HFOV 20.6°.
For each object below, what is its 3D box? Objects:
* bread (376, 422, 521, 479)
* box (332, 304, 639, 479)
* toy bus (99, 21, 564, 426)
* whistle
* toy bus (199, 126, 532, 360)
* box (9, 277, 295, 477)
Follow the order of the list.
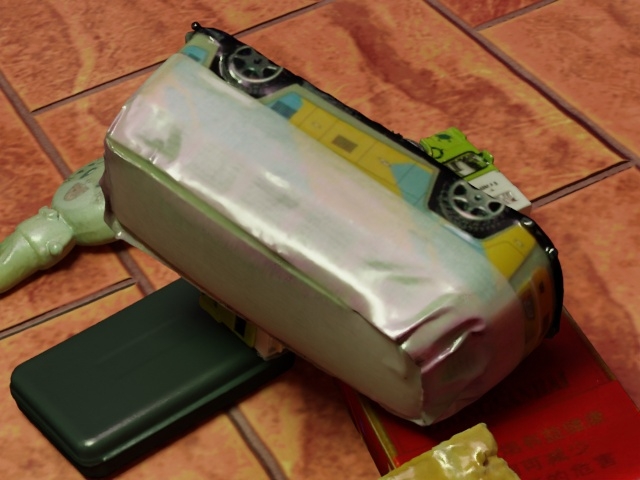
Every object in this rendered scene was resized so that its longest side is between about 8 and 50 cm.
[{"bbox_3d":[0.076,0.280,1.190,0.239,0.111,0.246,-28,73,-18],"label":"bread"},{"bbox_3d":[0.141,0.148,1.439,0.197,0.089,0.313,-19,37,-7],"label":"box"},{"bbox_3d":[0.000,0.000,1.420,0.386,0.171,0.162,32,63,23],"label":"toy bus"},{"bbox_3d":[-0.253,-0.016,1.800,0.258,0.067,0.126,-34,28,-22],"label":"whistle"},{"bbox_3d":[0.042,0.004,1.605,0.302,0.113,0.139,-23,50,-32],"label":"toy bus"},{"bbox_3d":[-0.151,0.116,1.599,0.230,0.050,0.160,-29,39,-23],"label":"box"}]
